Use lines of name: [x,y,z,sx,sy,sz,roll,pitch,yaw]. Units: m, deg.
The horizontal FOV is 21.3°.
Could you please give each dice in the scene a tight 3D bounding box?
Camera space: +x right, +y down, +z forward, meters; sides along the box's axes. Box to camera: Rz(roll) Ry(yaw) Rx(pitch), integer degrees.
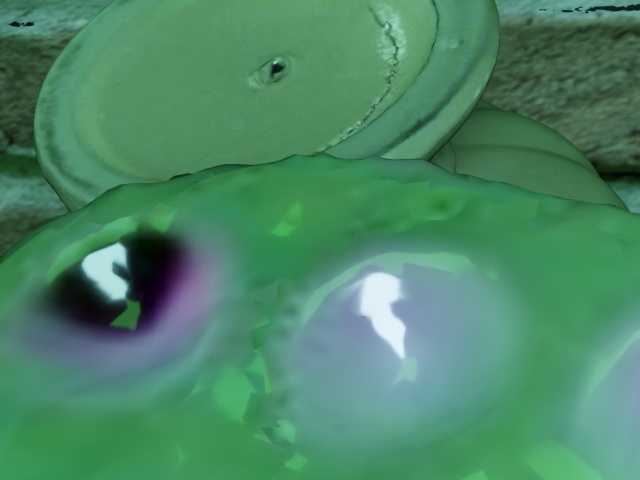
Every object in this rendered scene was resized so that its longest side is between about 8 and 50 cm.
dice: [0.028,0.183,0.520,0.322,0.330,0.318,10,60,21]

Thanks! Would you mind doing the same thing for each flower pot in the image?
flower pot: [0.000,0.000,0.824,0.307,0.244,0.307,-10,41,9]
